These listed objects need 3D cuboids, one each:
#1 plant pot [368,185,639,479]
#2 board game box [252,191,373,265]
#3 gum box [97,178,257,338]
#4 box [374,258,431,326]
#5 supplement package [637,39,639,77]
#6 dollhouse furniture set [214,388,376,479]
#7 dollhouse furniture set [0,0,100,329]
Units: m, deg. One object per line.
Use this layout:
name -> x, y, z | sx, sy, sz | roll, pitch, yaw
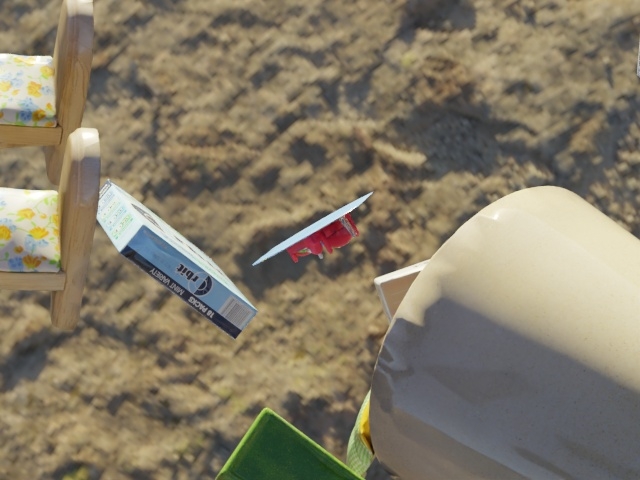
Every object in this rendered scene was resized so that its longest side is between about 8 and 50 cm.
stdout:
plant pot -> 0.219, 0.129, 0.989 | 0.274, 0.256, 0.256 | 31, 80, 41
board game box -> 0.000, 0.000, 1.537 | 0.133, 0.169, 0.033 | -29, 93, 13
gum box -> -0.158, 0.017, 1.485 | 0.041, 0.157, 0.184 | -51, 25, 0
box -> 0.149, 0.104, 1.590 | 0.130, 0.091, 0.170 | -20, 92, -2
supplement package -> 0.515, -0.272, 1.811 | 0.204, 0.262, 0.145 | 6, 98, 13
dollhouse furniture set -> 0.008, 0.226, 1.706 | 0.151, 0.197, 0.301 | 33, 64, 3
dollhouse furniture set -> -0.304, -0.035, 0.806 | 0.362, 0.256, 0.394 | 2, 49, -17
